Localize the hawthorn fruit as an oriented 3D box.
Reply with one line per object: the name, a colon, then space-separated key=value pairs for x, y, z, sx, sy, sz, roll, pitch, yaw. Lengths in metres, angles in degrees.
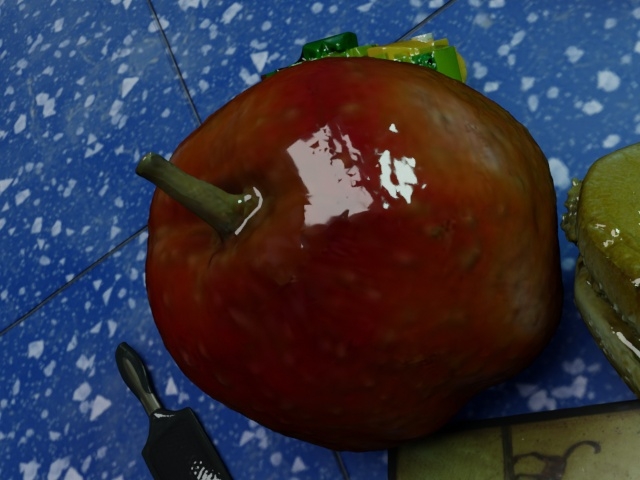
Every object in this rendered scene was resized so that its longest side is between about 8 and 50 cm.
hawthorn fruit: x=0.000 y=0.000 z=0.698 sx=0.287 sy=0.330 sz=0.287 roll=-12 pitch=69 yaw=34

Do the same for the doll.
doll: x=0.028 y=-0.121 z=0.871 sx=0.186 sy=0.134 sz=0.106 roll=-12 pitch=96 yaw=20

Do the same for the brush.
brush: x=-0.138 y=0.160 z=0.906 sx=0.063 sy=0.016 sz=0.193 roll=-43 pitch=52 yaw=6

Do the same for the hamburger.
hamburger: x=0.248 y=0.023 z=0.643 sx=0.189 sy=0.122 sz=0.215 roll=-19 pitch=45 yaw=-17

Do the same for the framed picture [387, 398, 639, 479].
framed picture: x=0.195 y=0.227 z=0.663 sx=0.338 sy=0.014 sz=0.255 roll=-12 pitch=61 yaw=27
